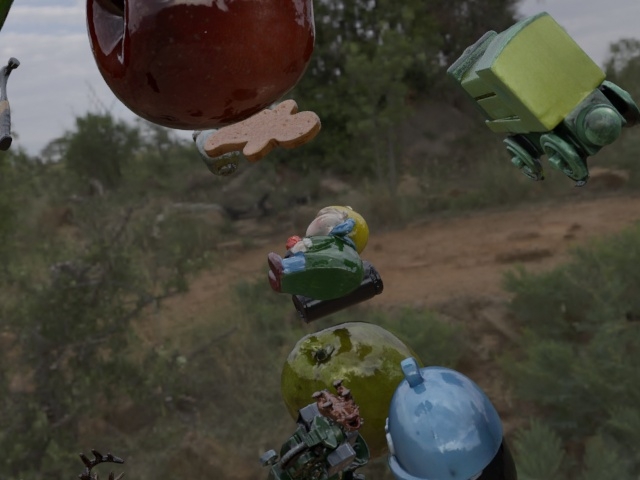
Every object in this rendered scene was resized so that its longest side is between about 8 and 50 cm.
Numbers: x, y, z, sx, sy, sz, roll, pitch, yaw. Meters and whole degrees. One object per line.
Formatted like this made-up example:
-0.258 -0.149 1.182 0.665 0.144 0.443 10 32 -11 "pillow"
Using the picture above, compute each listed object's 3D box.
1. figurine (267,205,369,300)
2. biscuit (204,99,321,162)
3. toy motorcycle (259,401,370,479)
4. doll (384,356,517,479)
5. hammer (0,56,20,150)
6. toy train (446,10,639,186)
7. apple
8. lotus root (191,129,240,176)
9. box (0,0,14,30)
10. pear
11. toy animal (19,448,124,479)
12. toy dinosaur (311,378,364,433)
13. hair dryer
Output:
-0.003 0.011 1.700 0.185 0.127 0.234 -6 40 6 "figurine"
-0.103 -0.204 1.745 0.250 0.036 0.165 3 48 36 "biscuit"
0.001 0.342 1.458 0.187 0.124 0.274 -26 -24 -22 "toy motorcycle"
0.160 0.273 1.083 0.141 0.314 0.177 -21 14 7 "doll"
-0.517 -0.215 1.495 0.078 0.201 0.021 -39 -46 22 "hammer"
0.346 -0.226 1.476 0.160 0.253 0.397 -45 7 2 "toy train"
-0.119 -0.215 0.898 0.201 0.218 0.218 -18 12 -38 "apple"
-0.228 -0.201 2.004 0.088 0.088 0.165 -11 43 -26 "lotus root"
-0.351 -0.292 0.947 0.097 0.345 0.134 24 -3 -26 "box"
0.070 0.287 1.770 0.269 0.269 0.321 -2 -35 38 "pear"
-0.425 0.481 1.619 0.244 0.260 0.087 -5 32 20 "toy animal"
0.023 0.216 1.203 0.049 0.055 0.154 -32 12 -10 "toy dinosaur"
0.003 0.081 2.178 0.197 0.089 0.251 -23 39 -16 "hair dryer"
